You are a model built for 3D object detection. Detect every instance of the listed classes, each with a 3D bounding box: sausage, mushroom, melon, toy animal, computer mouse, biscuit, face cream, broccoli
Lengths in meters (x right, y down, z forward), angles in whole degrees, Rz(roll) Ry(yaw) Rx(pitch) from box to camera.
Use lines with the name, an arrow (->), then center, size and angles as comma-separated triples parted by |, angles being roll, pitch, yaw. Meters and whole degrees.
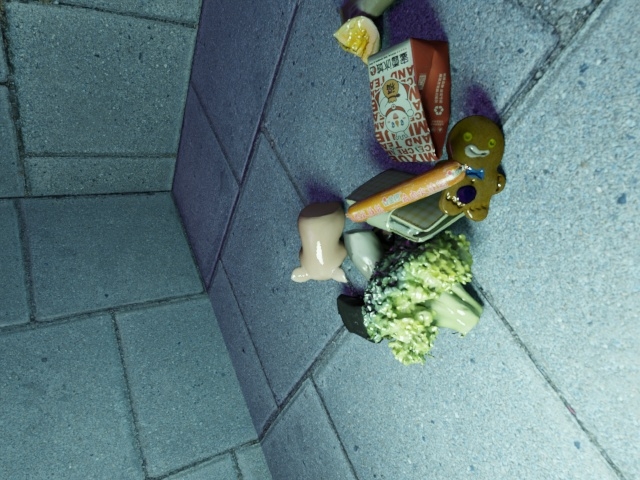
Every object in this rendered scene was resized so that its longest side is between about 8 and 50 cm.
sausage -> 0.183, -0.105, 0.996 | 0.348, 0.053, 0.053 | -21, 78, 45
mushroom -> 0.162, 0.085, 1.290 | 0.270, 0.103, 0.118 | 62, -178, -10
melon -> 0.132, -0.597, 1.290 | 0.160, 0.079, 0.128 | 44, 133, 5
toy animal -> 0.001, 0.004, 1.508 | 0.195, 0.213, 0.256 | -4, 103, 15
computer mouse -> 0.145, 0.253, 1.437 | 0.264, 0.088, 0.147 | 6, 120, 57
biscuit -> 0.341, -0.165, 0.977 | 0.039, 0.180, 0.236 | -168, 86, -77
face cream -> 0.142, -0.696, 1.273 | 0.341, 0.084, 0.137 | -3, 96, 65
broccoli -> 0.266, 0.131, 1.100 | 0.281, 0.293, 0.347 | 35, 103, 3

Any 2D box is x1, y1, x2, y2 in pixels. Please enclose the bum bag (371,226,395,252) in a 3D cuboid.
bum bag -> 0.165, 0.022, 1.383 | 0.106, 0.060, 0.232 | 62, 146, 9

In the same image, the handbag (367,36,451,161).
handbag -> 0.236, -0.349, 1.119 | 0.171, 0.151, 0.298 | 3, 102, 54

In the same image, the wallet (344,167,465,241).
wallet -> 0.227, -0.102, 1.126 | 0.309, 0.223, 0.077 | 28, 143, 53
